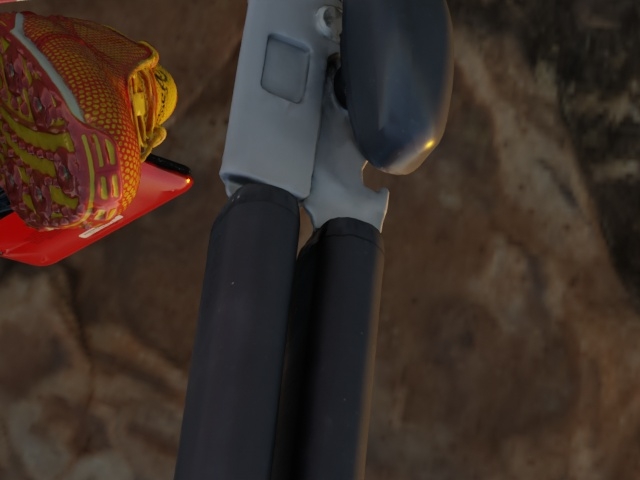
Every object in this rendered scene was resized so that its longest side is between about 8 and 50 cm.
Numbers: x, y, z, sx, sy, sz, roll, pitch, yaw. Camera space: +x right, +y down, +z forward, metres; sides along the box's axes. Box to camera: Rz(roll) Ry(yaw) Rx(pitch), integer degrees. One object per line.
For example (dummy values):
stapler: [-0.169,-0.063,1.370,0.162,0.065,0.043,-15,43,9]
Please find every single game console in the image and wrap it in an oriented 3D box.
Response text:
game console: [-0.168,-0.056,1.090,0.144,0.085,0.124,-26,151,35]

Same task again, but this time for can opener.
can opener: [0.000,0.000,0.711,0.076,0.283,0.095,20,143,-19]

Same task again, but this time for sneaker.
sneaker: [-0.075,-0.047,0.575,0.067,0.175,0.064,-7,108,-14]

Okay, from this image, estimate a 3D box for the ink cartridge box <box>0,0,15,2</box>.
ink cartridge box: [-0.221,-0.271,1.490,0.176,0.128,0.127,-10,110,-22]
